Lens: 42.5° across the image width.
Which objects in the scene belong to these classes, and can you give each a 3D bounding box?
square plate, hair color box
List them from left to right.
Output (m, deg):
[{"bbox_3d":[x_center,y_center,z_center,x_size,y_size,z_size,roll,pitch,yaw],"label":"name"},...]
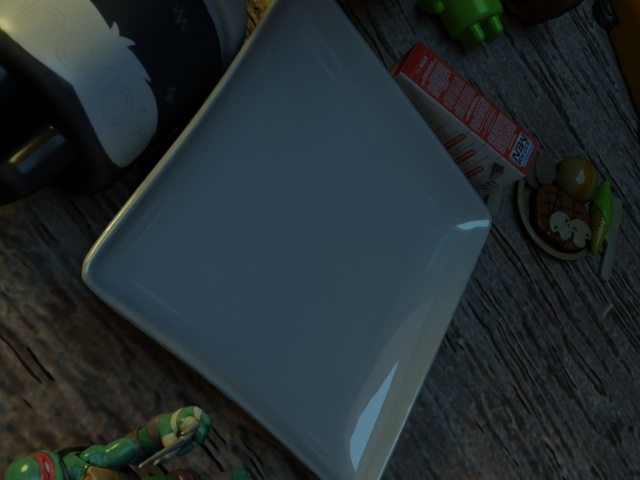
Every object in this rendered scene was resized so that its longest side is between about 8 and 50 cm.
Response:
[{"bbox_3d":[0.000,0.000,0.724,0.344,0.049,0.347,48,57,-30],"label":"square plate"},{"bbox_3d":[0.131,-0.119,0.854,0.167,0.093,0.053,38,61,-13],"label":"hair color box"}]

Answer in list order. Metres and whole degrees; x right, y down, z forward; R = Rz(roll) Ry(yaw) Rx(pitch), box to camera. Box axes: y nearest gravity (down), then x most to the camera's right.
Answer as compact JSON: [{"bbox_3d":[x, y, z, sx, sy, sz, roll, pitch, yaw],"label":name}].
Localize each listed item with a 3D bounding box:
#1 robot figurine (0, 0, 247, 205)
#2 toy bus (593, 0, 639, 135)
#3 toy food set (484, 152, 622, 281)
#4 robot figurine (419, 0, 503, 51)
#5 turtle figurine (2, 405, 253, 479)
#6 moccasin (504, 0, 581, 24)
[{"bbox_3d":[-0.182,-0.148,0.658,0.173,0.209,0.278,25,58,22],"label":"robot figurine"},{"bbox_3d":[0.457,-0.261,1.063,0.130,0.108,0.333,-11,79,-31],"label":"toy bus"},{"bbox_3d":[0.279,-0.043,0.938,0.192,0.038,0.132,26,64,-18],"label":"toy food set"},{"bbox_3d":[0.163,-0.276,0.936,0.101,0.067,0.115,-24,86,-8],"label":"robot figurine"},{"bbox_3d":[-0.137,0.188,0.566,0.175,0.118,0.234,-61,143,-12],"label":"turtle figurine"},{"bbox_3d":[0.186,-0.429,0.963,0.139,0.147,0.380,-44,102,-22],"label":"moccasin"}]
